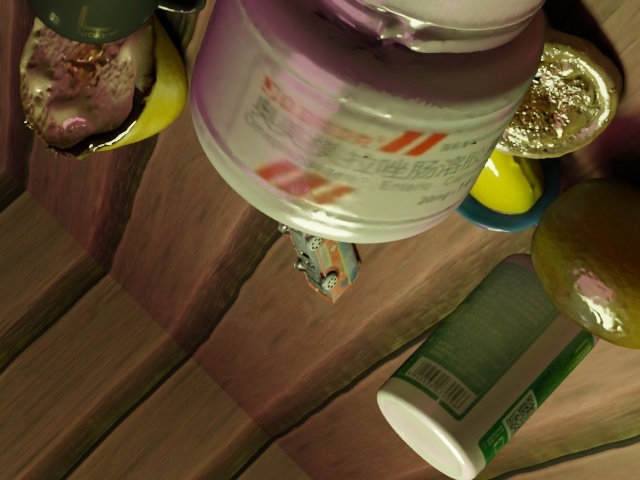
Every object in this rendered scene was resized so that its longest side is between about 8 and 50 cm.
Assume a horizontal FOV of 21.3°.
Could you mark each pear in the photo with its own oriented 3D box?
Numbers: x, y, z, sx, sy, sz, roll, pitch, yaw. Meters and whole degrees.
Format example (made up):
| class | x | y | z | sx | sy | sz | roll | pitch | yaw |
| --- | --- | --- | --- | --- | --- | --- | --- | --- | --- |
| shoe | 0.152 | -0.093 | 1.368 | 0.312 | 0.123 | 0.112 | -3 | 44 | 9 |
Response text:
| class | x | y | z | sx | sy | sz | roll | pitch | yaw |
| --- | --- | --- | --- | --- | --- | --- | --- | --- | --- |
| pear | -0.259 | -0.216 | 2.259 | 0.267 | 0.267 | 0.178 | 30 | -171 | 41 |

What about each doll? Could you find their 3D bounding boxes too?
| class | x | y | z | sx | sy | sz | roll | pitch | yaw |
| --- | --- | --- | --- | --- | --- | --- | --- | --- | --- |
| doll | 0.114 | -0.135 | 1.595 | 0.363 | 0.145 | 0.199 | 48 | 175 | -22 |

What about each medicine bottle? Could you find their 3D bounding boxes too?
| class | x | y | z | sx | sy | sz | roll | pitch | yaw |
| --- | --- | --- | --- | --- | --- | --- | --- | --- | --- |
| medicine bottle | 0.054 | -0.182 | 1.321 | 0.256 | 0.256 | 0.325 | 41 | 137 | 14 |
| medicine bottle | 0.192 | 0.105 | 1.730 | 0.133 | 0.274 | 0.133 | 41 | 164 | 14 |

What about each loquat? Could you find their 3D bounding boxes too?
| class | x | y | z | sx | sy | sz | roll | pitch | yaw |
| --- | --- | --- | --- | --- | --- | --- | --- | --- | --- |
| loquat | 0.284 | 0.025 | 1.564 | 0.195 | 0.152 | 0.152 | 50 | 165 | 16 |

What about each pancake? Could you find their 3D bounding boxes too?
| class | x | y | z | sx | sy | sz | roll | pitch | yaw |
| --- | --- | --- | --- | --- | --- | --- | --- | --- | --- |
| pancake | 0.188 | -0.127 | 1.490 | 0.152 | 0.025 | 0.151 | 4 | 140 | 3 |

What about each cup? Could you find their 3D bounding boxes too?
| class | x | y | z | sx | sy | sz | roll | pitch | yaw |
| --- | --- | --- | --- | --- | --- | --- | --- | --- | --- |
| cup | -0.235 | -0.326 | 1.993 | 0.223 | 0.169 | 0.176 | 13 | 158 | -11 |

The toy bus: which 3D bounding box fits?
| class | x | y | z | sx | sy | sz | roll | pitch | yaw |
| --- | --- | --- | --- | --- | --- | --- | --- | --- | --- |
| toy bus | 0.000 | 0.000 | 2.280 | 0.065 | 0.077 | 0.192 | 36 | 159 | 35 |
